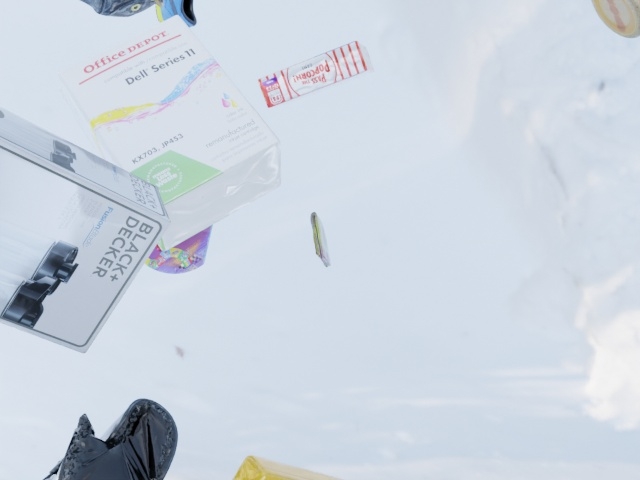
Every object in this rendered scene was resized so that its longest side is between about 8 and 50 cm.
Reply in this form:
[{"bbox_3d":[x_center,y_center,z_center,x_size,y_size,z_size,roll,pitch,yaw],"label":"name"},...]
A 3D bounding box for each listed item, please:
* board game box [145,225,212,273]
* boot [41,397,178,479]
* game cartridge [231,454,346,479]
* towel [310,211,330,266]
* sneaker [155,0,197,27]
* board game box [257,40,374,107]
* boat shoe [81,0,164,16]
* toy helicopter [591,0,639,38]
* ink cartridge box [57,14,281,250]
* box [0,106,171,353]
[{"bbox_3d":[-0.251,-0.029,1.368,0.133,0.168,0.033,13,176,0],"label":"board game box"},{"bbox_3d":[-0.244,0.250,0.699,0.094,0.246,0.207,46,137,2],"label":"boot"},{"bbox_3d":[-0.067,0.412,0.920,0.285,0.323,0.053,31,-177,-46],"label":"game cartridge"},{"bbox_3d":[0.000,0.000,1.014,0.009,0.060,0.083,-11,169,5],"label":"towel"},{"bbox_3d":[-0.264,-0.494,1.486,0.082,0.069,0.209,12,122,26],"label":"sneaker"},{"bbox_3d":[-0.001,-0.242,1.178,0.147,0.193,0.045,-19,99,11],"label":"board game box"},{"bbox_3d":[-0.107,-0.187,0.553,0.183,0.083,0.065,11,-162,-33],"label":"boat shoe"},{"bbox_3d":[0.256,-0.375,0.896,0.355,0.140,0.235,50,174,6],"label":"toy helicopter"},{"bbox_3d":[-0.235,-0.186,1.176,0.353,0.207,0.119,51,162,24],"label":"ink cartridge box"},{"bbox_3d":[-0.305,-0.029,0.739,0.290,0.169,0.087,29,-167,-32],"label":"box"}]
